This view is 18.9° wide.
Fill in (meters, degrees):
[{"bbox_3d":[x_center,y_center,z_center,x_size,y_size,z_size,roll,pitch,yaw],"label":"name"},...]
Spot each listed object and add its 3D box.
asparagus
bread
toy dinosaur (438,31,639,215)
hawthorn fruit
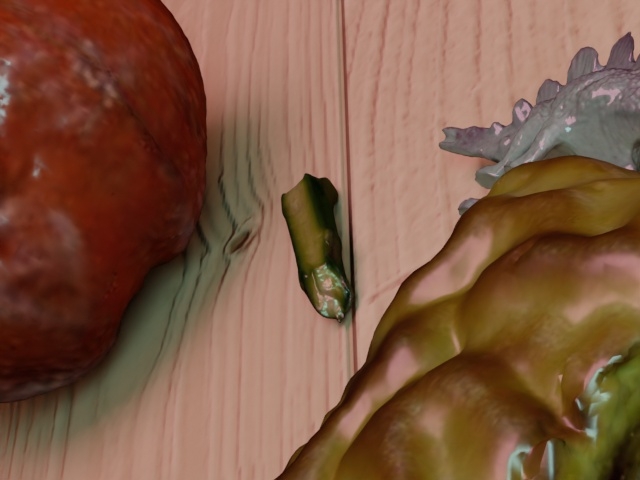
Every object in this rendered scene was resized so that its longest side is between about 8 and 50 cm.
[{"bbox_3d":[0.000,0.001,0.859,0.025,0.021,0.108,-38,30,16],"label":"asparagus"},{"bbox_3d":[0.090,0.088,0.418,0.181,0.222,0.096,-59,28,-11],"label":"bread"},{"bbox_3d":[0.113,-0.042,0.736,0.082,0.039,0.209,-55,30,-15],"label":"toy dinosaur"},{"bbox_3d":[-0.193,-0.055,0.935,0.242,0.272,0.242,-40,24,22],"label":"hawthorn fruit"}]
